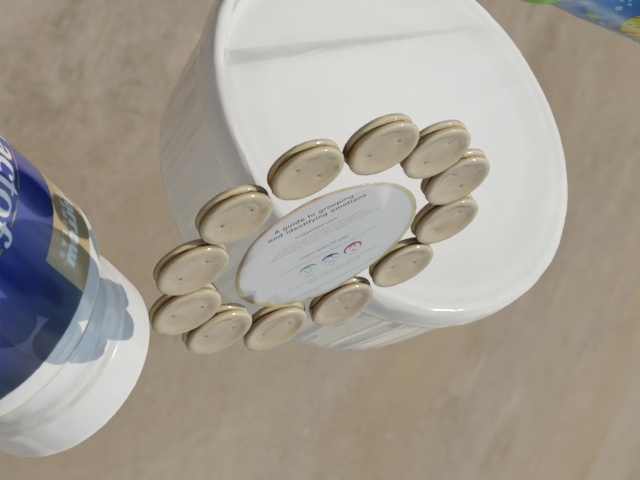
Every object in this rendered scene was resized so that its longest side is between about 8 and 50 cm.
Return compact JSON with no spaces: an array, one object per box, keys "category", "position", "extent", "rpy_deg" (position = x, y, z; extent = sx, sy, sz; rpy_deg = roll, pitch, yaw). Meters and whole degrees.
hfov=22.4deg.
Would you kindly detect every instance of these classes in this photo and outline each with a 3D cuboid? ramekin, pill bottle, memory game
[{"category":"ramekin","position":[0.019,-0.054,1.054],"extent":[0.127,0.273,0.273],"rpy_deg":[-39,-173,48]},{"category":"pill bottle","position":[-0.212,0.007,0.858],"extent":[0.153,0.153,0.265],"rpy_deg":[-60,140,-14]},{"category":"memory game","position":[0.000,0.000,0.793],"extent":[0.186,0.012,0.186],"rpy_deg":[-22,153,-12]}]

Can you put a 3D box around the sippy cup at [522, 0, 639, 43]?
[{"category":"sippy cup","position":[0.290,-0.267,1.384],"extent":[0.240,0.224,0.305],"rpy_deg":[-34,-141,44]}]
